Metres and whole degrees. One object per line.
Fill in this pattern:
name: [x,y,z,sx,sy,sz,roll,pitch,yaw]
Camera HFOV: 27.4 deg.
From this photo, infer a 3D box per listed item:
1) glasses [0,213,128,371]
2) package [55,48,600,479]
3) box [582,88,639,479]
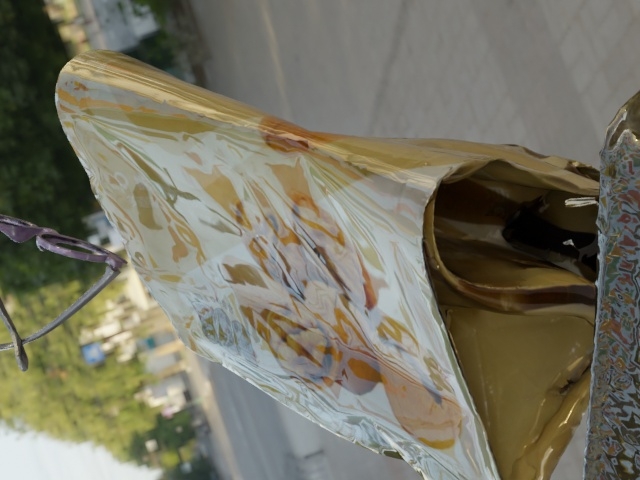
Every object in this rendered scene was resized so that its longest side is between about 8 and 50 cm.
glasses: [-0.211,0.041,0.935,0.062,0.140,0.103,3,-79,-66]
package: [0.024,-0.016,0.731,0.311,0.165,0.221,19,140,47]
box: [0.205,0.047,0.484,0.143,0.184,0.273,30,142,34]
